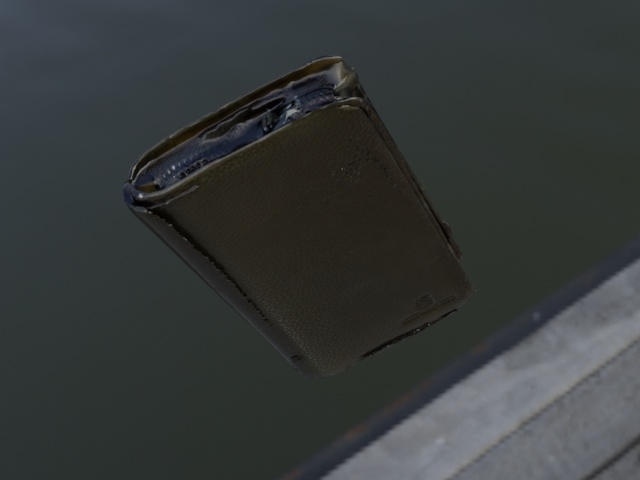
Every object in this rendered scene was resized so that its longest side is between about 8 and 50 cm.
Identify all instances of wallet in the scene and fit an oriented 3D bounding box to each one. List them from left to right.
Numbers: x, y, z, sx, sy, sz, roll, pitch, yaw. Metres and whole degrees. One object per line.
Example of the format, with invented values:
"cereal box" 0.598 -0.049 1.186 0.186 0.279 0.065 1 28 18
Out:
"wallet" 0.000 0.000 0.585 0.110 0.198 0.031 -28 55 6
